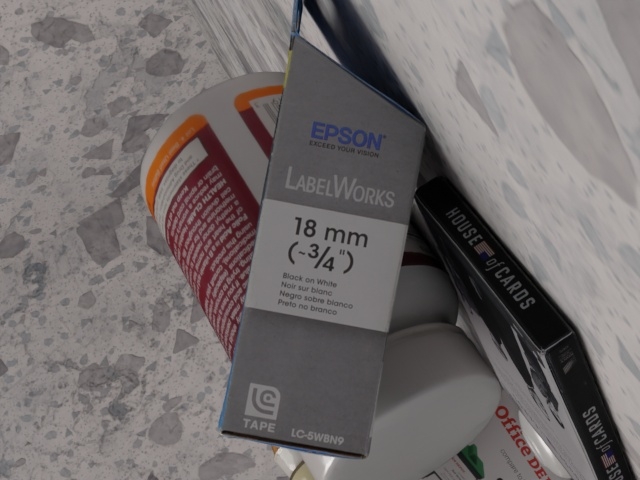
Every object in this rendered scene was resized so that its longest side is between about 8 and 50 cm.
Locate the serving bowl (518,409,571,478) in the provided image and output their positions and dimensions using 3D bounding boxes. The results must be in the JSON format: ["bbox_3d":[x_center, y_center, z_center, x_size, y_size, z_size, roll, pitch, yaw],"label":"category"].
[{"bbox_3d":[0.196,0.173,1.044,0.083,0.027,0.083,59,178,4],"label":"serving bowl"}]

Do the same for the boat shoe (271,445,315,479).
[{"bbox_3d":[0.075,0.186,1.295,0.302,0.113,0.103,-8,-129,-42],"label":"boat shoe"}]

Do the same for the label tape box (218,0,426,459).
[{"bbox_3d":[0.008,-0.027,0.890,0.240,0.105,0.334,158,122,-88],"label":"label tape box"}]

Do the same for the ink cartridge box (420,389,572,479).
[{"bbox_3d":[0.142,0.274,1.208,0.160,0.219,0.093,56,174,32],"label":"ink cartridge box"}]

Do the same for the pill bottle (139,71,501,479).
[{"bbox_3d":[-0.004,0.041,1.176,0.392,0.224,0.224,58,178,31],"label":"pill bottle"}]

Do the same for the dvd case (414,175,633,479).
[{"bbox_3d":[0.149,0.086,0.839,0.239,0.029,0.179,59,178,-42],"label":"dvd case"}]
